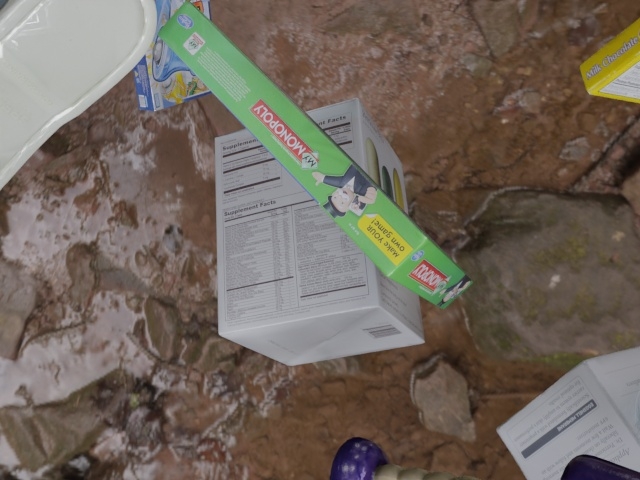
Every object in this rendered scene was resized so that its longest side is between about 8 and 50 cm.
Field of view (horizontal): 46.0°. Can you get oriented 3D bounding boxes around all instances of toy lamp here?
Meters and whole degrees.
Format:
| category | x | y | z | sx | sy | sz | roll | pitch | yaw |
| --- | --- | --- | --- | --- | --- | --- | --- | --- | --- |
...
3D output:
| category | x | y | z | sx | sy | sz | roll | pitch | yaw |
| --- | --- | --- | --- | --- | --- | --- | --- | --- | --- |
| toy lamp | 0.130 | 0.197 | 0.583 | 0.080 | 0.275 | 0.080 | 10 | 77 | -49 |

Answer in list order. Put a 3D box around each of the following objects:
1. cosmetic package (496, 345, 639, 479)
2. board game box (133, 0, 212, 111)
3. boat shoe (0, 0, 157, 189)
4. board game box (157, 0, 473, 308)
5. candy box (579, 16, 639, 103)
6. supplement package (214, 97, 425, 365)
| category | x | y | z | sx | sy | sz | roll | pitch | yaw |
| --- | --- | --- | --- | --- | --- | --- | --- | --- | --- |
| cosmetic package | 0.331 | 0.221 | 0.701 | 0.224 | 0.224 | 0.138 | -4 | 144 | -38 |
| board game box | -0.211 | -0.297 | 1.067 | 0.136 | 0.035 | 0.201 | -32 | 126 | -46 |
| boat shoe | -0.260 | -0.094 | 0.520 | 0.319 | 0.099 | 0.116 | -37 | 133 | -4 |
| board game box | 0.002 | -0.074 | 0.711 | 0.046 | 0.213 | 0.317 | -46 | 67 | 7 |
| candy box | 0.278 | -0.118 | 0.485 | 0.206 | 0.027 | 0.105 | 2 | 153 | -29 |
| supplement package | 0.000 | 0.000 | 0.957 | 0.198 | 0.262 | 0.199 | -12 | 157 | 19 |
